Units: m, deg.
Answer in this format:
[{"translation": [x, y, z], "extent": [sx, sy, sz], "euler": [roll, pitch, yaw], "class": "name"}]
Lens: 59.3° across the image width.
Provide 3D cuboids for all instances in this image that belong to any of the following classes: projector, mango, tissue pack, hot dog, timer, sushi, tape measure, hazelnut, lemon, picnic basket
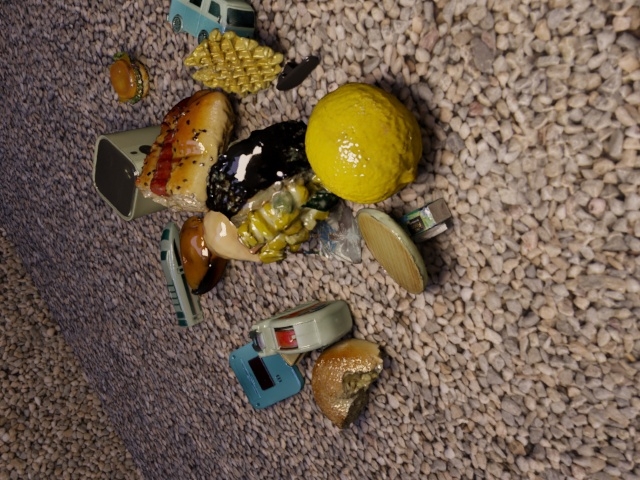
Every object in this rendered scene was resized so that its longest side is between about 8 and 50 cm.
[{"translation": [-0.618, -0.244, 1.978], "extent": [0.248, 0.249, 0.248], "euler": [40, 129, 22], "class": "projector"}, {"translation": [-0.412, 0.043, 1.971], "extent": [0.201, 0.152, 0.287], "euler": [30, 125, 26], "class": "mango"}, {"translation": [0.255, -0.043, 1.383], "extent": [0.111, 0.085, 0.079], "euler": [-27, 89, 44], "class": "tissue pack"}, {"translation": [-0.397, -0.284, 1.710], "extent": [0.367, 0.196, 0.365], "euler": [5, 70, 52], "class": "hot dog"}, {"translation": [-0.182, 0.455, 2.002], "extent": [0.250, 0.091, 0.232], "euler": [-31, 84, 33], "class": "timer"}, {"translation": [-0.105, -0.126, 1.489], "extent": [0.285, 0.328, 0.329], "euler": [56, 140, 10], "class": "sushi"}, {"translation": [-0.045, 0.263, 1.660], "extent": [0.246, 0.243, 0.125], "euler": [-9, 97, 43], "class": "tape measure"}, {"translation": [-0.236, -0.037, 1.712], "extent": [0.261, 0.261, 0.241], "euler": [-33, 75, 44], "class": "hazelnut"}, {"translation": [0.095, -0.231, 1.332], "extent": [0.322, 0.268, 0.268], "euler": [41, 130, 30], "class": "lemon"}, {"translation": [-0.099, 0.316, 1.848], "extent": [0.164, 0.079, 0.115], "euler": [46, 130, 18], "class": "picnic basket"}]

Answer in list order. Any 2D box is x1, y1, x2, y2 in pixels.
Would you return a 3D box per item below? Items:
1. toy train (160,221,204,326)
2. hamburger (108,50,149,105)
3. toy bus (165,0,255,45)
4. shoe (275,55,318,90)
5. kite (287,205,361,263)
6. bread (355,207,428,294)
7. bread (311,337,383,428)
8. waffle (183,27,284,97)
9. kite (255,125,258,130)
[{"translation": [-0.557, 0.133, 2.184], "extent": [0.086, 0.088, 0.407], "euler": [-6, 102, 44], "class": "toy train"}, {"translation": [-0.676, -0.578, 2.005], "extent": [0.164, 0.093, 0.190], "euler": [3, 110, 39], "class": "hamburger"}, {"translation": [-0.308, -0.648, 1.619], "extent": [0.271, 0.133, 0.165], "euler": [37, 123, 28], "class": "toy bus"}, {"translation": [-0.065, -0.465, 1.525], "extent": [0.159, 0.062, 0.053], "euler": [-27, 75, 45], "class": "shoe"}, {"translation": [-0.001, 0.001, 1.681], "extent": [0.310, 0.015, 0.169], "euler": [-8, 101, 43], "class": "kite"}, {"translation": [0.183, 0.022, 1.425], "extent": [0.267, 0.040, 0.267], "euler": [51, 167, 17], "class": "bread"}, {"translation": [0.063, 0.408, 1.677], "extent": [0.192, 0.171, 0.314], "euler": [37, 127, 21], "class": "bread"}, {"translation": [-0.238, -0.482, 1.557], "extent": [0.261, 0.250, 0.056], "euler": [-25, 61, 48], "class": "waffle"}, {"translation": [-0.199, -0.282, 1.754], "extent": [0.137, 0.005, 0.153], "euler": [7, 110, 40], "class": "kite"}]
